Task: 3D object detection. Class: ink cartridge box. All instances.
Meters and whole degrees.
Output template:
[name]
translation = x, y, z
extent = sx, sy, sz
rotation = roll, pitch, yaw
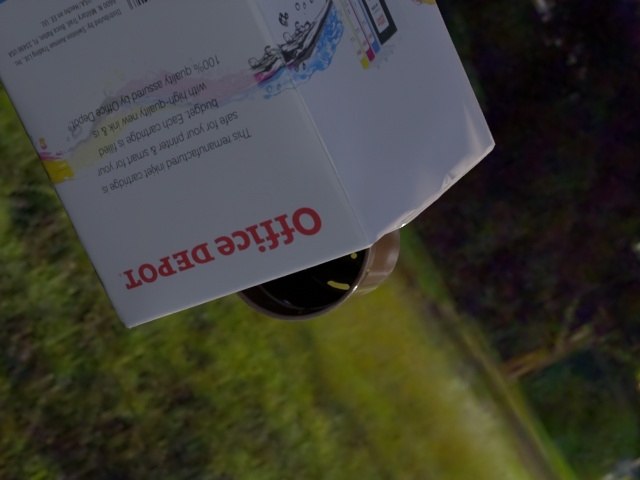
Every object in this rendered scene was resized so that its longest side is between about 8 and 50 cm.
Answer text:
[ink cartridge box]
translation = -0.049, -0.104, 0.764
extent = 0.168, 0.171, 0.232
rotation = -37, 105, -53

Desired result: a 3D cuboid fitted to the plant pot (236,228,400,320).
[plant pot]
translation = 0.000, 0.000, 1.529
extent = 0.167, 0.167, 0.165
rotation = 62, 17, 11
